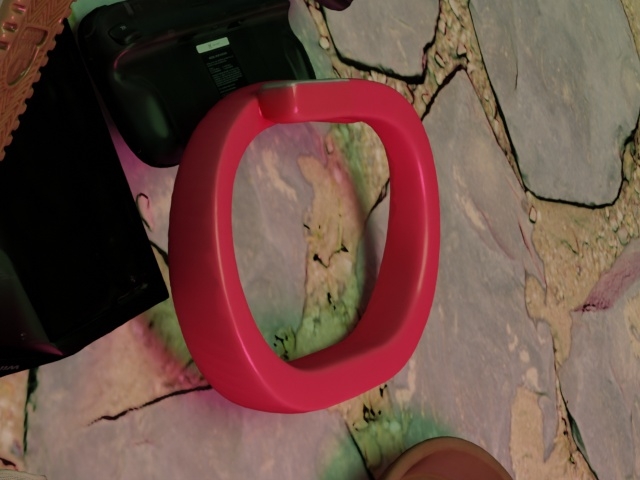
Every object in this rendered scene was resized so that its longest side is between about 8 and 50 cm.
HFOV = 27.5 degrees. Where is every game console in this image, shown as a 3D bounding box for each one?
[{"bbox_3d":[-0.108,-0.076,0.776,0.361,0.044,0.213,-30,104,-54],"label":"game console"}]

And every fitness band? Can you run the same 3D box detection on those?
[{"bbox_3d":[0.000,0.000,0.849,0.291,0.054,0.208,-11,101,-60],"label":"fitness band"}]

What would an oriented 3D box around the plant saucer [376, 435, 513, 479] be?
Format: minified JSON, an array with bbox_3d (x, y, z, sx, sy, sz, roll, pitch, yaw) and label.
[{"bbox_3d":[0.091,0.279,0.925,0.278,0.041,0.277,25,59,-49],"label":"plant saucer"}]

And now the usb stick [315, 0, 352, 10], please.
[{"bbox_3d":[-0.073,-0.221,0.850,0.278,0.045,0.077,20,30,-48],"label":"usb stick"}]

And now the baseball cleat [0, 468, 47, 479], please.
[{"bbox_3d":[-0.125,0.176,0.635,0.206,0.072,0.109,44,39,-42],"label":"baseball cleat"}]

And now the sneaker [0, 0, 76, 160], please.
[{"bbox_3d":[-0.207,-0.097,0.576,0.282,0.153,0.099,-62,176,2],"label":"sneaker"}]
